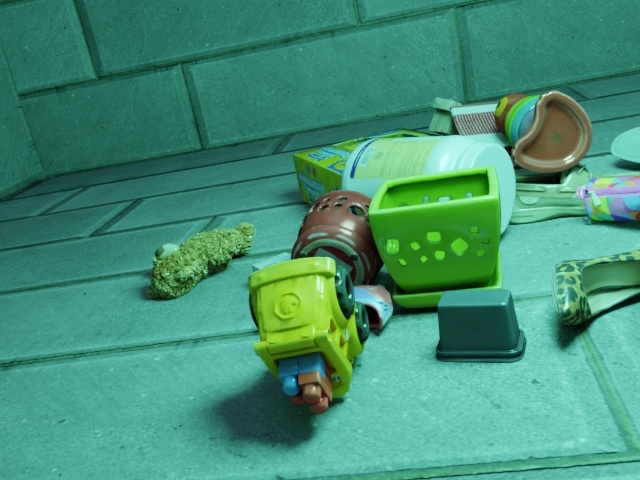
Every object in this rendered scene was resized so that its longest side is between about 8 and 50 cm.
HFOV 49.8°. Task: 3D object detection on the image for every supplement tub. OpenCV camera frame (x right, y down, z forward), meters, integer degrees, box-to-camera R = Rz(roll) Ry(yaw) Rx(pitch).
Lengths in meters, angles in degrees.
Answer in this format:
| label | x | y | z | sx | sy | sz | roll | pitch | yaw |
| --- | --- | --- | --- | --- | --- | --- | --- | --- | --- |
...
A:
| label | x | y | z | sx | sy | sz | roll | pitch | yaw |
| --- | --- | --- | --- | --- | --- | --- | --- | --- | --- |
| supplement tub | 0.238 | -0.112 | 1.545 | 0.331 | 0.241 | 0.241 | 6 | 25 | 43 |

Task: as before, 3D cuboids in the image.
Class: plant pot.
| label | x | y | z | sx | sy | sz | roll | pitch | yaw |
| --- | --- | --- | --- | --- | --- | --- | --- | --- | --- |
| plant pot | 0.038 | 0.019 | 1.377 | 0.191 | 0.191 | 0.174 | -5 | 27 | 21 |
| plant pot | 0.225 | -0.003 | 1.276 | 0.227 | 0.207 | 0.228 | -7 | 19 | 15 |

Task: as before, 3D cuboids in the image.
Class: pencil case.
| label | x | y | z | sx | sy | sz | roll | pitch | yaw |
| --- | --- | --- | --- | --- | --- | --- | --- | --- | --- |
| pencil case | 0.642 | -0.086 | 1.393 | 0.104 | 0.104 | 0.236 | -22 | 11 | -29 |

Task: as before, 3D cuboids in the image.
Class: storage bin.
| label | x | y | z | sx | sy | sz | roll | pitch | yaw |
| --- | --- | --- | --- | --- | --- | --- | --- | --- | --- |
| storage bin | 0.245 | 0.124 | 1.068 | 0.135 | 0.091 | 0.098 | -3 | 20 | 24 |

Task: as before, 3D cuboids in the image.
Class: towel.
| label | x | y | z | sx | sy | sz | roll | pitch | yaw |
| --- | --- | --- | --- | --- | --- | --- | --- | --- | --- |
| towel | 0.480 | -0.230 | 1.749 | 0.237 | 0.037 | 0.329 | -6 | 54 | -8 |

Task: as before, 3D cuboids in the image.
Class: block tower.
| label | x | y | z | sx | sy | sz | roll | pitch | yaw |
| --- | --- | --- | --- | --- | --- | --- | --- | --- | --- |
| block tower | 0.459 | -0.304 | 1.961 | 0.335 | 0.097 | 0.091 | 17 | 7 | -30 |

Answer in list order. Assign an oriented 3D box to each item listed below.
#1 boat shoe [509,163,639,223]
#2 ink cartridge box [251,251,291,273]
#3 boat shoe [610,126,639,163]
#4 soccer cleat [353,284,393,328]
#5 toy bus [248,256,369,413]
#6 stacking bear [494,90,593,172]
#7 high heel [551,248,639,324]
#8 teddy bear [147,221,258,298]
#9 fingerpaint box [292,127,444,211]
| label | x | y | z | sx | sy | sz | roll | pitch | yaw |
| --- | --- | --- | --- | --- | --- | --- | --- | --- | --- |
| boat shoe | 0.573 | -0.120 | 1.565 | 0.341 | 0.110 | 0.122 | -10 | 18 | 5 |
| ink cartridge box | -0.082 | 0.073 | 1.494 | 0.088 | 0.052 | 0.122 | -21 | 19 | -26 |
| boat shoe | 0.884 | -0.222 | 1.718 | 0.302 | 0.091 | 0.114 | 12 | 73 | 49 |
| soccer cleat | 0.007 | 0.127 | 1.239 | 0.248 | 0.083 | 0.095 | -4 | 24 | 14 |
| toy bus | -0.009 | 0.164 | 1.017 | 0.149 | 0.220 | 0.211 | -14 | 50 | 12 |
| stacking bear | 0.498 | -0.273 | 1.618 | 0.164 | 0.175 | 0.289 | 20 | 18 | -14 |
| high heel | 0.470 | 0.067 | 1.083 | 0.186 | 0.093 | 0.261 | -9 | 8 | 30 |
| teddy bear | -0.296 | 0.025 | 1.682 | 0.245 | 0.113 | 0.338 | 3 | 23 | 45 |
| fingerpaint box | 0.166 | -0.192 | 1.952 | 0.371 | 0.163 | 0.445 | -16 | 18 | -14 |
